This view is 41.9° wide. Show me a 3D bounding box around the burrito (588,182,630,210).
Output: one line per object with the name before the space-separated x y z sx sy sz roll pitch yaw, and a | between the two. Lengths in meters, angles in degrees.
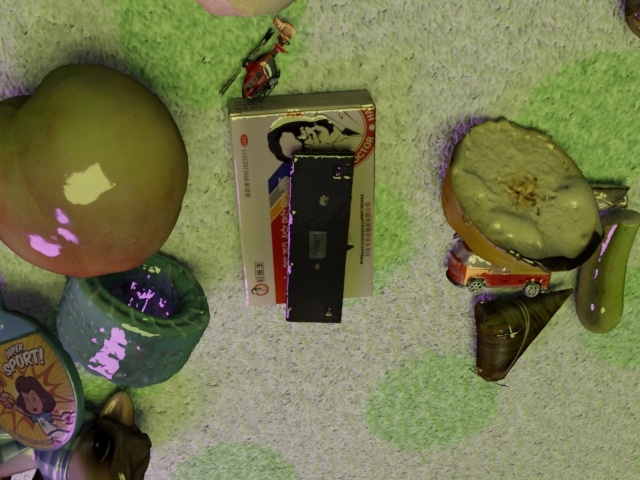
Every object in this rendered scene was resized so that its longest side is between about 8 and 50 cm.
burrito | 0.430 -0.072 1.374 0.171 0.042 0.051 3 123 -6

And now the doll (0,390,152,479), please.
doll | -0.473 0.390 1.462 0.340 0.209 0.317 7 106 -4

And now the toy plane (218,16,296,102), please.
toy plane | -0.081 -0.249 1.187 0.060 0.037 0.145 34 118 -15

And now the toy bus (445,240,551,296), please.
toy bus | 0.303 0.043 1.416 0.174 0.079 0.077 5 115 -10

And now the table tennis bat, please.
table tennis bat | -0.487 0.186 1.334 0.215 0.044 0.329 -17 98 29

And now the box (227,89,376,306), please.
box | -0.025 -0.057 1.310 0.214 0.069 0.353 -4 123 -5

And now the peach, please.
peach | -0.321 -0.086 1.135 0.292 0.247 0.292 -1 101 -6

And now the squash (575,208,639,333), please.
squash | 0.494 0.057 1.444 0.083 0.083 0.250 -4 123 -5

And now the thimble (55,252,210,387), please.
thimble | -0.300 0.113 1.311 0.235 0.198 0.143 34 119 3

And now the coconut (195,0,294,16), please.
coconut | -0.069 -0.399 0.984 0.245 0.233 0.233 -36 121 17

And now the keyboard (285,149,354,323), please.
keyboard | 0.000 0.000 1.299 0.106 0.027 0.317 1 124 -4

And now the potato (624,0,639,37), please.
potato | 0.544 -0.343 1.160 0.251 0.113 0.149 -15 128 1

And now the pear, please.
pear | 0.290 -0.040 1.303 0.267 0.267 0.178 8 153 -13

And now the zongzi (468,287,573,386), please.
zongzi | 0.367 0.174 1.515 0.184 0.084 0.187 -15 132 -10
